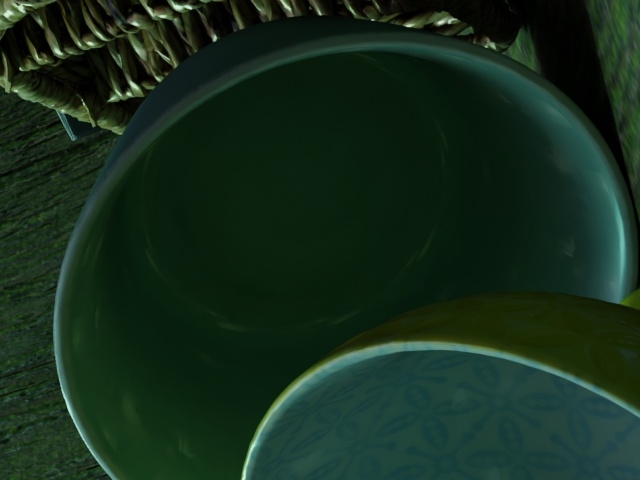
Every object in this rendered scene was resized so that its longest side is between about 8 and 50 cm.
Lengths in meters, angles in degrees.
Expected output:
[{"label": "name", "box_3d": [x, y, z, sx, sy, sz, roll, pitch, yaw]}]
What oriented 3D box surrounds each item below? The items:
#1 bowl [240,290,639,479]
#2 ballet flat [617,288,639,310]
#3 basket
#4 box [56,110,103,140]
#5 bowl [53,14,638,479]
[{"label": "bowl", "box_3d": [0.122, 0.130, 0.837, 0.156, 0.289, 0.289, -42, -61, -46]}, {"label": "ballet flat", "box_3d": [0.175, 0.099, 1.005, 0.231, 0.077, 0.077, 77, -166, -58]}, {"label": "basket", "box_3d": [-0.071, -0.155, 1.085, 0.213, 0.299, 0.223, -32, -74, -53]}, {"label": "box", "box_3d": [-0.071, -0.199, 1.337, 0.169, 0.290, 0.087, -114, 4, -45]}, {"label": "bowl", "box_3d": [0.000, 0.000, 1.030, 0.163, 0.311, 0.312, -116, 5, -57]}]
